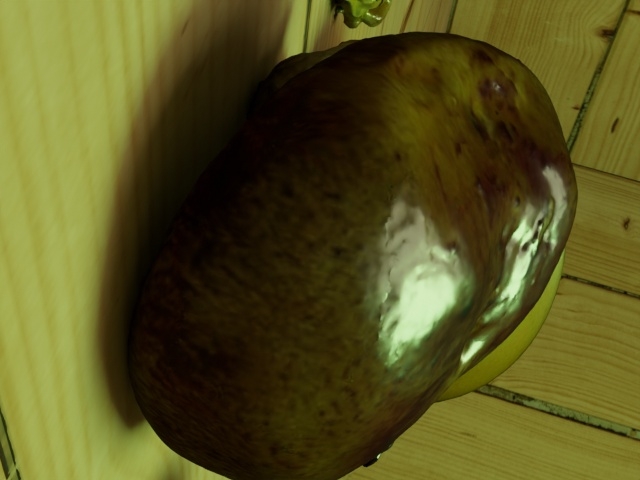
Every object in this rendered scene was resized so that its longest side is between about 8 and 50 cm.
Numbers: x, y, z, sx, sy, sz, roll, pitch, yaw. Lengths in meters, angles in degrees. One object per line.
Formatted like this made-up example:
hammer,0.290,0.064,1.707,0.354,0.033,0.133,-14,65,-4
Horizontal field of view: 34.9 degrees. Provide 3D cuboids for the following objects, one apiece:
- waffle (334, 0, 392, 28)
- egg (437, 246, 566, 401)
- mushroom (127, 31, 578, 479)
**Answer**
waffle,0.077,-0.336,0.955,0.301,0.058,0.281,-58,166,-60
egg,0.098,0.002,1.008,0.282,0.283,0.351,-65,163,-54
mushroom,0.000,0.000,0.676,0.345,0.259,0.345,-41,157,-22
